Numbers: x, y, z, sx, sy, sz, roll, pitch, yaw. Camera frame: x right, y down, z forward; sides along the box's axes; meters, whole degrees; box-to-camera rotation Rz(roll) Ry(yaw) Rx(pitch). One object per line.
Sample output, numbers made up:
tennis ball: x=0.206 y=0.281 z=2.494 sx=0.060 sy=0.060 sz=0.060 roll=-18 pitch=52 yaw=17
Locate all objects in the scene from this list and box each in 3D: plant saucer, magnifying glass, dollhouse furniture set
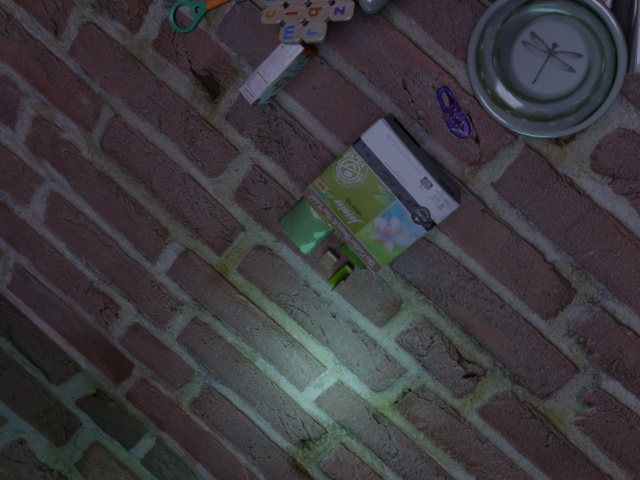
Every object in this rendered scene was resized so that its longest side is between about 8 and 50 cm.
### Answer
plant saucer: x=0.585 y=-0.467 z=1.366 sx=0.400 sy=0.100 sz=0.401 roll=29 pitch=141 yaw=26
magnifying glass: x=-0.375 y=-0.726 z=1.647 sx=0.230 sy=0.026 sz=0.092 roll=-15 pitch=102 yaw=18
dollhouse furniture set: x=0.000 y=0.000 z=1.693 sx=0.301 sy=0.151 sz=0.197 roll=46 pitch=112 yaw=-1

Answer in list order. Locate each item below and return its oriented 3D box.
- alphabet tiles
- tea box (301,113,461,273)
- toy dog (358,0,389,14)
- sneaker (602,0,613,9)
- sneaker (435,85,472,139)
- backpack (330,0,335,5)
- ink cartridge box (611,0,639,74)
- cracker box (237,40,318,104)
alphabet tiles: x=-0.027 y=-0.673 z=1.445 sx=0.277 sy=0.021 sz=0.284 roll=6 pitch=81 yaw=22
tea box: x=0.185 y=-0.144 z=1.561 sx=0.323 sy=0.220 sz=0.329 roll=-42 pitch=92 yaw=23
toy dog: x=0.229 y=-0.757 z=1.392 sx=0.333 sy=0.161 sz=0.220 roll=-23 pitch=142 yaw=-8
sneaker: x=0.670 y=-0.638 z=1.335 sx=0.130 sy=0.112 sz=0.319 roll=7 pitch=107 yaw=11
sneaker: x=0.380 y=-0.366 z=1.520 sx=0.068 sy=0.071 sz=0.170 roll=-30 pitch=97 yaw=21
backpack: x=0.049 y=-0.706 z=1.499 sx=0.101 sy=0.098 sz=0.120 roll=17 pitch=98 yaw=6
ink cartridge box: x=0.758 y=-0.551 z=1.256 sx=0.066 sy=0.261 sz=0.297 roll=-1 pitch=106 yaw=16
cracker box: x=-0.124 y=-0.509 z=1.572 sx=0.232 sy=0.156 sz=0.067 roll=-39 pitch=94 yaw=23
